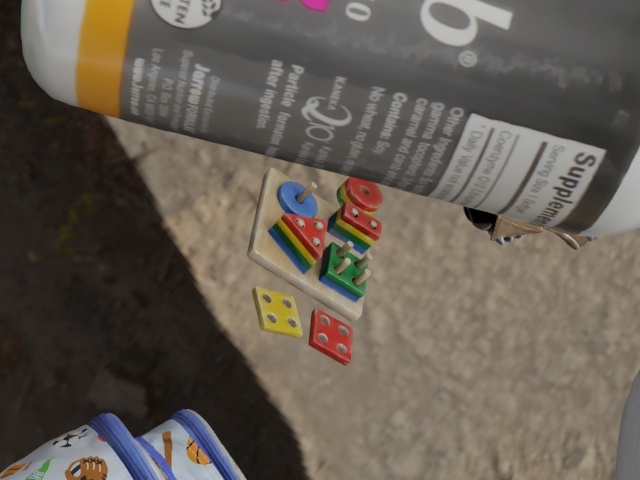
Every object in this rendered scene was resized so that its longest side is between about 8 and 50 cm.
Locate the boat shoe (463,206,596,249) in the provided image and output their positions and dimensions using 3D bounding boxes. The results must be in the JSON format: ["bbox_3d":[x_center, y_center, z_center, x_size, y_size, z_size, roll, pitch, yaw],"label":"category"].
[{"bbox_3d":[0.138,-0.035,1.233,0.183,0.066,0.066,35,97,-35],"label":"boat shoe"}]

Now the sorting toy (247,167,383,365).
[{"bbox_3d":[0.000,0.000,1.627,0.132,0.274,0.046,32,128,-18],"label":"sorting toy"}]

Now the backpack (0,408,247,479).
[{"bbox_3d":[-0.130,0.246,1.166,0.213,0.263,0.276,-37,77,-10],"label":"backpack"}]

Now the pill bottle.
[{"bbox_3d":[0.054,-0.091,0.547,0.278,0.162,0.162,14,113,-3],"label":"pill bottle"}]

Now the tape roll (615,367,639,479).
[{"bbox_3d":[0.306,0.165,1.214,0.072,0.219,0.219,9,116,-21],"label":"tape roll"}]
